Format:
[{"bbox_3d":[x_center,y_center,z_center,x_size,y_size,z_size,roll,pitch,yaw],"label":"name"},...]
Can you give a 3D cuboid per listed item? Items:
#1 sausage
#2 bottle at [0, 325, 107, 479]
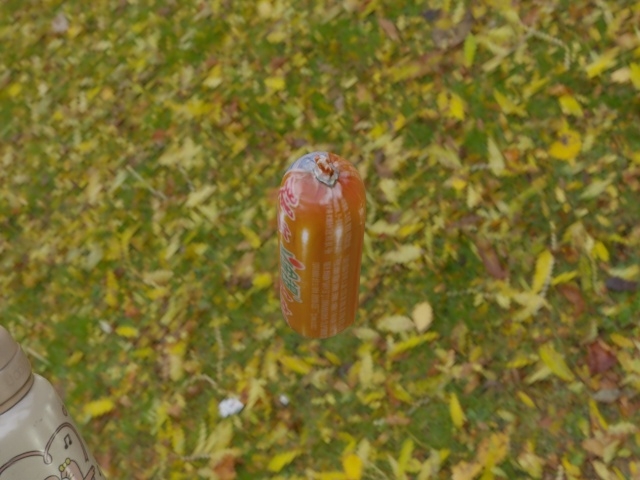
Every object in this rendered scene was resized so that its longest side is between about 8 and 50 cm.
[{"bbox_3d":[0.000,0.000,0.920,0.071,0.234,0.071,0,60,0],"label":"sausage"},{"bbox_3d":[-0.247,0.161,0.936,0.097,0.209,0.110,-22,23,0],"label":"bottle"}]
